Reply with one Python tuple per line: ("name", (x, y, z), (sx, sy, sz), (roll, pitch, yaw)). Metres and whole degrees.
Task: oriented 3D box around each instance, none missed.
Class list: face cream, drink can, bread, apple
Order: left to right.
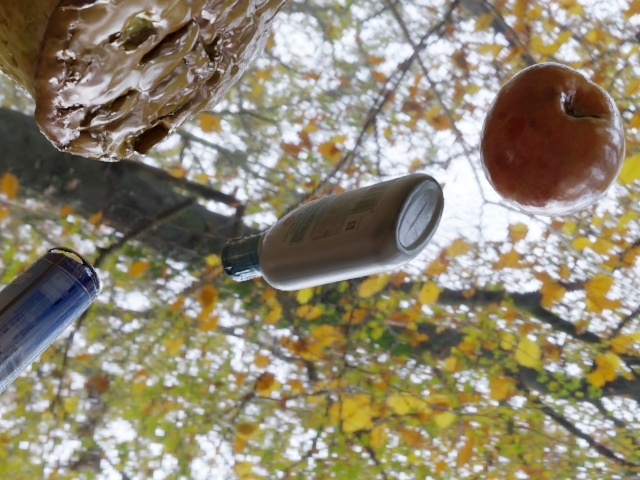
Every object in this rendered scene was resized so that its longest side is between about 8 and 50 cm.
("drink can", (-0.380, 0.106, 1.318), (0.097, 0.097, 0.235), (-15, -156, 34))
("bread", (-0.187, -0.277, 1.117), (0.215, 0.398, 0.398), (38, -78, 16))
("face cream", (0.000, 0.000, 1.377), (0.336, 0.080, 0.163), (-14, -151, 42))
("apple", (0.317, -0.138, 1.420), (0.164, 0.209, 0.209), (111, -38, -50))
